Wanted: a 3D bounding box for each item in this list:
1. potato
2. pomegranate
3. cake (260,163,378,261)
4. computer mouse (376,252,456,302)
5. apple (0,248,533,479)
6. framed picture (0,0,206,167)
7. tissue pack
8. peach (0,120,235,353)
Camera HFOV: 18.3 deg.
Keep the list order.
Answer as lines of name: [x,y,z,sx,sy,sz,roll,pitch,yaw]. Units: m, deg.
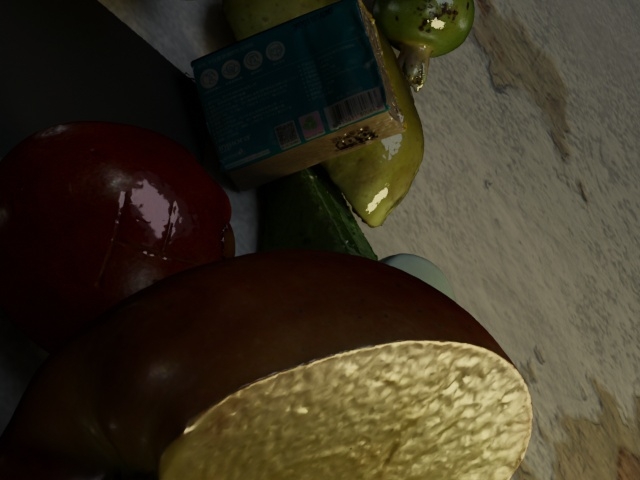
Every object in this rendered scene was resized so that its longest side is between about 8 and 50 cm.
potato: [0.023,-0.154,1.892,0.272,0.111,0.160,55,16,1]
pomegranate: [0.107,-0.229,2.142,0.114,0.114,0.142,27,69,-46]
cake: [0.009,-0.018,1.815,0.100,0.099,0.235,39,36,-38]
computer mouse: [0.041,0.117,1.683,0.128,0.079,0.231,39,73,-34]
apple: [-0.043,0.168,1.358,0.365,0.295,0.329,19,73,-48]
framed picture: [-0.214,-0.126,1.638,0.338,0.014,0.255,39,37,-36]
tissue pack: [-0.019,-0.130,1.772,0.082,0.169,0.120,33,38,-68]
peach: [-0.164,-0.001,1.456,0.197,0.197,0.197,37,38,-37]
